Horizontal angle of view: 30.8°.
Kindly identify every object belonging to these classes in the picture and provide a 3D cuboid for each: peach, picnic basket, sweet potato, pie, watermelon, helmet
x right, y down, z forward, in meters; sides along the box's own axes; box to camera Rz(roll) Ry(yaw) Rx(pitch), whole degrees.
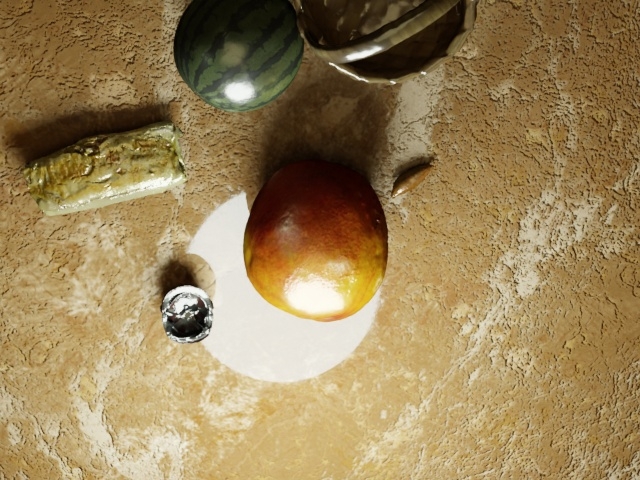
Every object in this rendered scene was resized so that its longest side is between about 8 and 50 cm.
[{"bbox_3d":[0.000,0.000,1.989,0.281,0.238,0.281,1,91,29],"label":"peach"},{"bbox_3d":[0.101,-0.372,1.743,0.293,0.337,0.337,-28,115,8],"label":"picnic basket"},{"bbox_3d":[0.160,-0.108,2.056,0.095,0.034,0.034,-36,113,3],"label":"sweet potato"},{"bbox_3d":[-0.364,-0.124,2.003,0.282,0.068,0.128,-14,106,4],"label":"pie"},{"bbox_3d":[-0.129,-0.311,1.843,0.212,0.212,0.212,-1,117,-2],"label":"watermelon"},{"bbox_3d":[-0.246,0.126,2.137,0.098,0.070,0.123,-3,110,-8],"label":"helmet"}]
